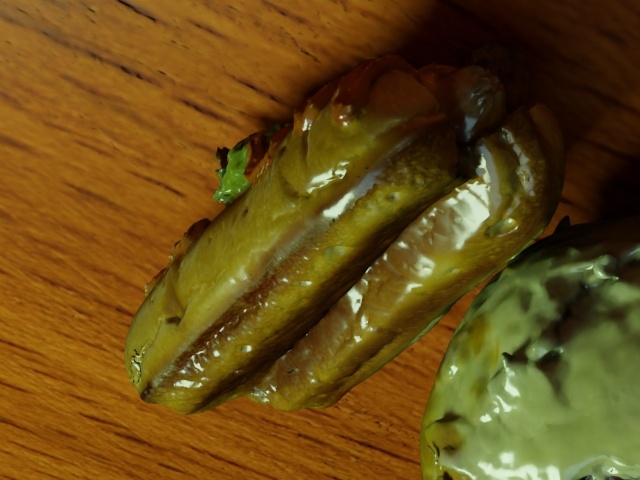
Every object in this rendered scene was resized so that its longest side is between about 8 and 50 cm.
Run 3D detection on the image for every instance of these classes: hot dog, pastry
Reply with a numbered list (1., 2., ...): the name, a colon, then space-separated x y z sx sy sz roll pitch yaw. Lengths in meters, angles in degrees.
1. hot dog: 0.000 0.000 0.768 0.158 0.117 0.349 3 152 -25
2. pastry: 0.156 0.072 0.764 0.237 0.170 0.256 -31 173 25
